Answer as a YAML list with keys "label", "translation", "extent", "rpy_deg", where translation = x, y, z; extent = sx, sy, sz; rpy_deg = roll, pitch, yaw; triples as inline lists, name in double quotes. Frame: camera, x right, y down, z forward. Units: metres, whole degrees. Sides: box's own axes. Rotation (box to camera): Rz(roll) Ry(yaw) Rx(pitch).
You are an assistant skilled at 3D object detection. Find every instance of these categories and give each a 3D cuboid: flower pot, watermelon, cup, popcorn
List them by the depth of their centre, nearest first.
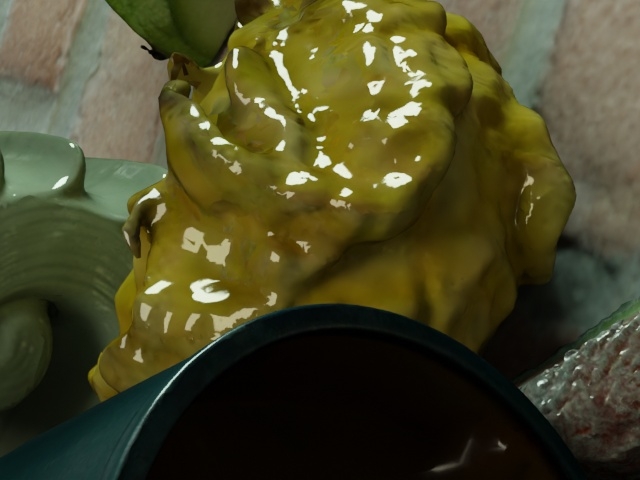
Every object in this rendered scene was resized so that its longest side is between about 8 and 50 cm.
- label: "cup"
  translation: [-0.042, 0.180, 0.664]
  extent: [0.292, 0.308, 0.242]
  rpy_deg: [-27, 75, 42]
- label: "watermelon"
  translation: [0.115, 0.066, 0.697]
  extent: [0.187, 0.139, 0.071]
  rpy_deg: [-37, 79, 39]
- label: "popcorn"
  translation: [0.000, 0.000, 0.783]
  extent: [0.250, 0.190, 0.250]
  rpy_deg: [-159, 90, -75]
- label: "flower pot"
  translation: [-0.168, 0.129, 0.911]
  extent: [0.164, 0.254, 0.368]
  rpy_deg: [6, 83, 51]

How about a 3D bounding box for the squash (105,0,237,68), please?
- label: "squash"
  translation: [-0.029, -0.254, 0.999]
  extent: [0.288, 0.111, 0.203]
  rpy_deg: [-28, 58, 40]
